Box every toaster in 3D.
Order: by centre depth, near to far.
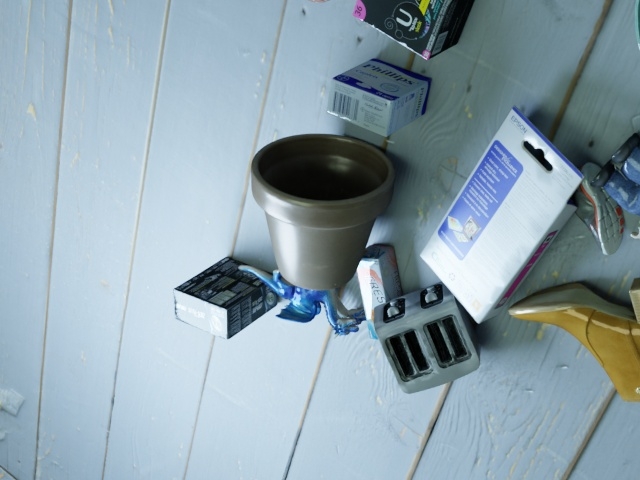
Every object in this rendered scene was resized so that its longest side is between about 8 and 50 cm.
[{"bbox_3d":[0.202,0.187,1.927,0.168,0.110,0.186,-21,101,13],"label":"toaster"}]

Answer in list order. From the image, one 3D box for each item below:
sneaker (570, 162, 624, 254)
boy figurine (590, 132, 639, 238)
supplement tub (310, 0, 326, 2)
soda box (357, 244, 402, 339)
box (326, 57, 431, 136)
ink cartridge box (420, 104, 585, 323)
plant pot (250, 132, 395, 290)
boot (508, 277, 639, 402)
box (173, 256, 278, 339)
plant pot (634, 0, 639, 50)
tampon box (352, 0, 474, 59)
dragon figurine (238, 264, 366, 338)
[{"bbox_3d":[0.448,-0.052,1.689,0.065,0.061,0.158,-7,103,57],"label":"sneaker"},{"bbox_3d":[0.561,-0.044,1.572,0.285,0.092,0.177,39,128,12],"label":"boy figurine"},{"bbox_3d":[0.019,-0.454,1.692,0.106,0.198,0.106,18,124,29],"label":"supplement tub"},{"bbox_3d":[0.120,0.103,2.012,0.058,0.063,0.183,3,115,37],"label":"soda box"},{"bbox_3d":[0.102,-0.250,1.781,0.126,0.137,0.072,25,126,25],"label":"box"},{"bbox_3d":[0.314,-0.040,1.757,0.176,0.069,0.371,51,138,25],"label":"ink cartridge box"},{"bbox_3d":[-0.001,-0.042,1.895,0.263,0.263,0.229,23,129,26],"label":"plant pot"},{"bbox_3d":[0.479,0.180,1.750,0.295,0.104,0.211,-10,107,36],"label":"boot"},{"bbox_3d":[-0.200,0.120,2.189,0.147,0.180,0.078,18,122,29],"label":"box"},{"bbox_3d":[0.582,-0.311,1.309,0.293,0.235,0.293,18,123,29],"label":"plant pot"},{"bbox_3d":[0.155,-0.396,1.684,0.161,0.101,0.120,34,129,19],"label":"tampon box"},{"bbox_3d":[-0.043,0.120,2.097,0.289,0.085,0.144,3,102,14],"label":"dragon figurine"}]
